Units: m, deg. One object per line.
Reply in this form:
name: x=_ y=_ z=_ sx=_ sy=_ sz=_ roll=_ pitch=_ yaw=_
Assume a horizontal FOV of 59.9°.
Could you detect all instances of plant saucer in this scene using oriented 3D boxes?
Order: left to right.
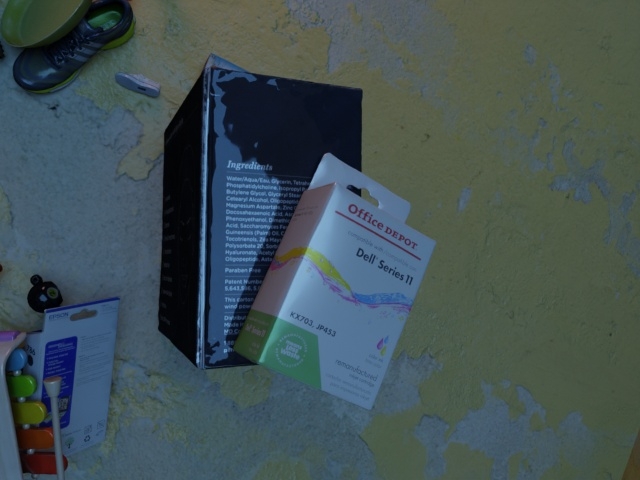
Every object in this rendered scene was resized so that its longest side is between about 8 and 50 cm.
plant saucer: x=-0.545 y=-0.481 z=1.129 sx=0.241 sy=0.240 sz=0.037 roll=-64 pitch=149 yaw=-11

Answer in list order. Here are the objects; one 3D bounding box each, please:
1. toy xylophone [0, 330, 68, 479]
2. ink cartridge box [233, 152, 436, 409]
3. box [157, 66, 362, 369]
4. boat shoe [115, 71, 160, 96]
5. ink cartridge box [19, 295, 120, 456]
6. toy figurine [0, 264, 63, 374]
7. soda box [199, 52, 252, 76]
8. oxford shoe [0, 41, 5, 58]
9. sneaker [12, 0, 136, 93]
toy xylophone: x=-0.547 y=0.324 z=0.990 sx=0.236 sy=0.081 sz=0.323 roll=5 pitch=101 yaw=8
ink cartridge box: x=0.039 y=0.051 z=0.864 sx=0.207 sy=0.119 sz=0.354 roll=28 pitch=77 yaw=-22
box: x=-0.146 y=-0.029 z=1.111 sx=0.297 sy=0.480 sz=0.472 roll=0 pitch=89 yaw=-23
boat shoe: x=-0.412 y=-0.361 z=1.258 sx=0.100 sy=0.035 sz=0.035 roll=16 pitch=55 yaw=-16
ink cartridge box: x=-0.498 y=0.268 z=1.102 sx=0.165 sy=0.065 sz=0.333 roll=-5 pitch=110 yaw=-56
toy figurine: x=-0.630 y=0.157 z=1.093 sx=0.213 sy=0.148 sz=0.210 roll=20 pitch=82 yaw=-20
soda box: x=-0.194 y=-0.373 z=1.328 sx=0.183 sy=0.058 sz=0.063 roll=23 pitch=80 yaw=-20
oxford shoe: x=-0.696 y=-0.412 z=1.132 sx=0.096 sy=0.082 sz=0.227 roll=13 pitch=81 yaw=-43
sneaker: x=-0.518 y=-0.426 z=1.168 sx=0.300 sy=0.121 sz=0.111 roll=-47 pitch=104 yaw=-16
